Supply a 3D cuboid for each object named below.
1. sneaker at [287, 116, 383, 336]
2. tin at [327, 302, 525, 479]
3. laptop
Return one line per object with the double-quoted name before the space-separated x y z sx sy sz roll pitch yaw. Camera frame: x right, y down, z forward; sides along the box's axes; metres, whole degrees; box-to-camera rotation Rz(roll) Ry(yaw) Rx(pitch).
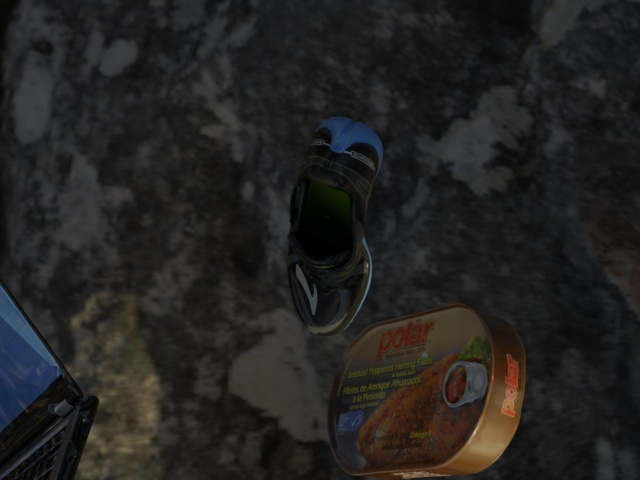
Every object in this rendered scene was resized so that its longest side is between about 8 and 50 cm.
"sneaker" 0.000 0.000 0.980 0.067 0.078 0.188 20 136 13
"tin" 0.066 0.101 0.911 0.190 0.040 0.106 -19 63 58
"laptop" -0.367 0.194 1.168 0.382 0.236 0.408 -39 31 54
